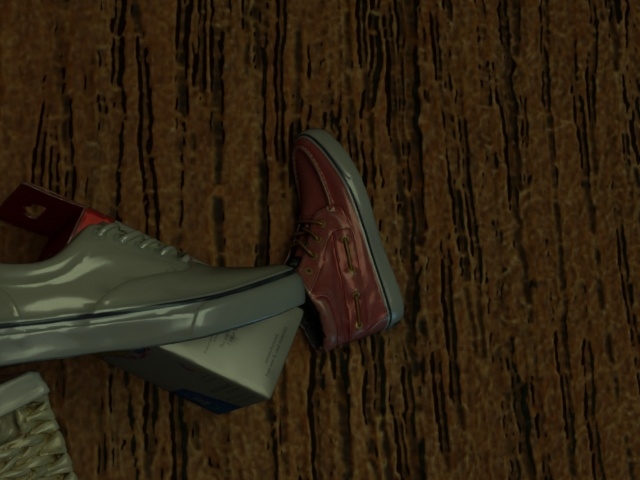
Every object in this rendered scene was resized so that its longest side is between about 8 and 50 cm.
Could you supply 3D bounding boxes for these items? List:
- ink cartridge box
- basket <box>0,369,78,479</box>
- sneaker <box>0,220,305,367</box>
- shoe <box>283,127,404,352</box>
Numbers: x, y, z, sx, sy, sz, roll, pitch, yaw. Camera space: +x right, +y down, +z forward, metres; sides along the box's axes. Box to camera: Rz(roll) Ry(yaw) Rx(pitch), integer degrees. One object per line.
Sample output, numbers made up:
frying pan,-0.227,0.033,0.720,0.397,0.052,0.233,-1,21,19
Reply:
ink cartridge box,-0.145,0.047,1.369,0.231,0.134,0.078,26,72,-13
basket,-0.249,0.161,1.287,0.113,0.167,0.103,-23,92,-24
sneaker,-0.136,0.030,1.251,0.258,0.094,0.091,-8,88,-20
shoe,0.000,0.000,1.476,0.081,0.063,0.178,-22,91,-29
